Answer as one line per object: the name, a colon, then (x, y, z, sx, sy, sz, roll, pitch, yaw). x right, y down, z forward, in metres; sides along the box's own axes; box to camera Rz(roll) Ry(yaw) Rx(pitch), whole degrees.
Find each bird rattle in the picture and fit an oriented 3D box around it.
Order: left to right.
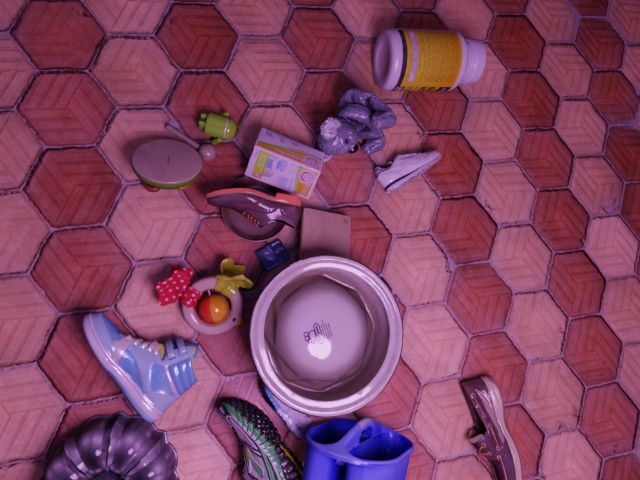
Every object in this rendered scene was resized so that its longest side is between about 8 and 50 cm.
bird rattle: (-0.304, 0.158, 1.227, 0.253, 0.143, 0.207, -14, 100, -13)

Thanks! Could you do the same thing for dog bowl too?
dog bowl: (0.007, 0.248, 1.230, 0.407, 0.150, 0.409, 2, 81, -13)

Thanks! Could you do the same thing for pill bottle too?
pill bottle: (0.354, -0.585, 1.487, 0.333, 0.188, 0.188, -4, 81, -14)

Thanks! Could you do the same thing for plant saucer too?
plant saucer: (-0.191, -0.091, 1.342, 0.198, 0.036, 0.199, 3, 79, -14)

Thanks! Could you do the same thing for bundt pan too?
bundt pan: (-0.511, 0.594, 1.094, 0.330, 0.124, 0.331, 2, 80, -14)

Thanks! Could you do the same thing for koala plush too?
koala plush: (0.075, -0.336, 1.384, 0.221, 0.196, 0.203, -39, 79, -17)

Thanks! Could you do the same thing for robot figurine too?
robot figurine: (-0.299, -0.335, 1.343, 0.115, 0.067, 0.101, 14, 72, -11)

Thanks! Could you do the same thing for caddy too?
caddy: (0.096, 0.541, 1.156, 0.241, 0.341, 0.179, 8, 83, 28)

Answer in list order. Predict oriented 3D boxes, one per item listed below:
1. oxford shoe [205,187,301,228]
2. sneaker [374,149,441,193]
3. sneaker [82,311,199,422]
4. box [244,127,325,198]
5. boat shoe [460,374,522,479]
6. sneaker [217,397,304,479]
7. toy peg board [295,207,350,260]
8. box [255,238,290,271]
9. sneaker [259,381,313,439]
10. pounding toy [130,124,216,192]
oxford shoe: (-0.187, -0.088, 1.276, 0.271, 0.097, 0.099, 5, 85, -13)
sneaker: (0.285, -0.243, 1.466, 0.235, 0.090, 0.095, -30, 79, -18)
sneaker: (-0.439, 0.277, 1.171, 0.208, 0.127, 0.319, -35, 99, -15)
box: (-0.101, -0.224, 1.330, 0.203, 0.114, 0.103, 21, 43, -10)
boat shoe: (0.494, 0.583, 1.353, 0.123, 0.123, 0.343, -8, 78, -7)
sneaker: (-0.165, 0.563, 1.181, 0.146, 0.134, 0.344, -37, 83, -3)
toy peg board: (0.000, 0.000, 1.363, 0.160, 0.079, 0.162, 9, 78, -28)
box: (-0.139, 0.044, 1.339, 0.083, 0.018, 0.067, -30, 89, -17)
sneaker: (-0.091, 0.450, 1.258, 0.083, 0.071, 0.191, -41, 100, -23)
pounding toy: (-0.418, -0.200, 1.286, 0.182, 0.110, 0.237, 24, 46, 2)
